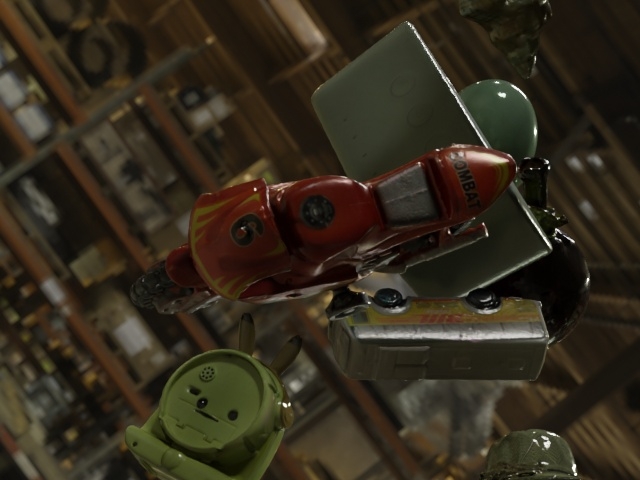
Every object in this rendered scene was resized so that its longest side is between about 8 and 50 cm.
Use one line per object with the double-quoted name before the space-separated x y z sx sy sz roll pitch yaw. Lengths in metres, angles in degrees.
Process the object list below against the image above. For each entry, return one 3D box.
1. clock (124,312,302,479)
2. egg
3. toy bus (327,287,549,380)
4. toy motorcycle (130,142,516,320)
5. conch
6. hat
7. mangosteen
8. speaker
"clock" -0.117 0.201 1.736 0.170 0.232 0.069 21 -25 30
"egg" 0.266 -0.152 2.323 0.168 0.231 0.168 17 13 -4
"toy bus" 0.147 0.122 1.771 0.106 0.268 0.092 -99 -166 -51
"toy motorcycle" -0.001 -0.001 1.108 0.171 0.298 0.089 110 -38 -63
"conch" 0.189 -0.385 1.767 0.386 0.203 0.169 65 -19 4
"hat" 0.263 0.293 1.770 0.252 0.252 0.110 73 14 -60
"mangosteen" 0.292 0.023 2.064 0.231 0.231 0.289 44 -51 40
"speaker" 0.142 -0.102 1.946 0.183 0.184 0.406 50 12 -45
